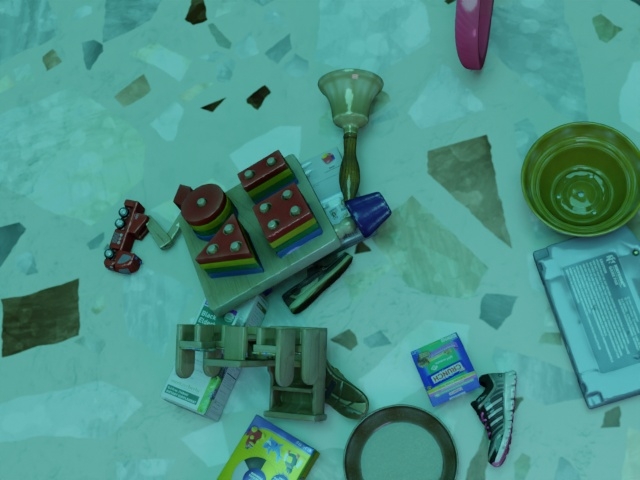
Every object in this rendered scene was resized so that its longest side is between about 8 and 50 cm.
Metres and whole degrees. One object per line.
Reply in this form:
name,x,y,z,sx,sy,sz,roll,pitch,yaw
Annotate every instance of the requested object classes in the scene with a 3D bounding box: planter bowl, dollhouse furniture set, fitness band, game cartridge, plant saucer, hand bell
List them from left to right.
dollhouse furniture set,-0.094,0.225,1.830,0.212,0.242,0.161,0,86,32
hand bell,0.057,-0.184,2.031,0.126,0.126,0.242,-3,71,10
plant saucer,0.139,0.383,1.875,0.199,0.036,0.198,-4,71,10
fitness band,0.288,-0.462,2.036,0.054,0.209,0.290,4,72,13
planter bowl,0.467,-0.095,1.943,0.217,0.090,0.217,-3,71,9
game cartridge,0.507,0.125,1.884,0.196,0.060,0.294,-18,70,8

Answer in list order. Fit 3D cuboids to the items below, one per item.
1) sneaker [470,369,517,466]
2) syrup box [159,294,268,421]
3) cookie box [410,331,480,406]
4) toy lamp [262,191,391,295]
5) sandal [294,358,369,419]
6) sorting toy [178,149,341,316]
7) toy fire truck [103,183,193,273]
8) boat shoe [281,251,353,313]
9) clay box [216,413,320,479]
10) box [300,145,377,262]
sneaker,0.291,0.301,1.861,0.075,0.063,0.170,5,68,12
syrup box,-0.189,0.197,1.968,0.093,0.096,0.236,20,77,17
cookie box,0.216,0.223,1.888,0.092,0.040,0.107,-24,41,2
toy lamp,0.000,0.000,1.967,0.275,0.080,0.080,-30,69,-1
sandal,0.018,0.251,1.933,0.180,0.049,0.072,37,103,22
sorting toy,-0.129,-0.033,1.951,0.255,0.089,0.257,-30,45,3
toy fire truck,-0.325,-0.020,2.092,0.135,0.047,0.192,12,74,15
boat shoe,-0.007,0.069,1.997,0.152,0.056,0.049,-42,75,-4
clay box,-0.113,0.431,1.897,0.127,0.053,0.222,27,78,19
box,0.004,-0.065,2.049,0.145,0.038,0.186,-25,70,2
